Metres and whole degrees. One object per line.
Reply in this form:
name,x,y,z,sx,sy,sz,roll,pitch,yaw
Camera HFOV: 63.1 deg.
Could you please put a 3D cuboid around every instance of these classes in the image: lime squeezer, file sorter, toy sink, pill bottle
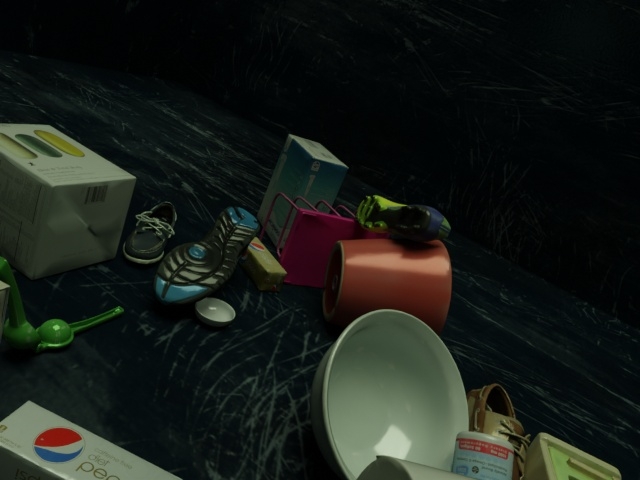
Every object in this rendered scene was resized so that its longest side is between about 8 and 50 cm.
lime squeezer,-0.418,0.118,0.803,0.059,0.109,0.310,11,-17,13
file sorter,0.000,0.000,1.432,0.291,0.202,0.182,10,20,-33
toy sink,0.415,0.433,0.879,0.153,0.131,0.234,27,19,7
pill bottle,0.233,0.373,0.767,0.087,0.087,0.160,20,63,-9

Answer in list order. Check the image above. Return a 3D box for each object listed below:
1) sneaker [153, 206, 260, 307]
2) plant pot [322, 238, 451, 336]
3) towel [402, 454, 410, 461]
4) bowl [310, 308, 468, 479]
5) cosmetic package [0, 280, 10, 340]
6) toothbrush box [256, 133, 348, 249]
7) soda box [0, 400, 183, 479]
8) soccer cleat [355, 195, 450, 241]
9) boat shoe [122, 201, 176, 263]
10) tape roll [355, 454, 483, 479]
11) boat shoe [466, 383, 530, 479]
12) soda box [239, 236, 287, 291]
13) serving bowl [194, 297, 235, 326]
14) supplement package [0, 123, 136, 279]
sneaker,-0.243,0.058,1.133,0.125,0.139,0.341,35,34,3
plant pot,0.143,0.114,1.239,0.243,0.274,0.275,9,22,-11
towel,0.189,0.402,0.876,0.113,0.023,0.152,18,22,-9
bowl,0.089,0.270,0.843,0.298,0.134,0.297,15,64,-32
cosmetic package,-0.573,0.070,0.664,0.309,0.160,0.113,26,21,9
toothbrush box,-0.064,-0.139,1.570,0.126,0.295,0.216,12,22,-31
soda box,-0.277,0.275,0.601,0.216,0.069,0.074,26,19,4
soccer cleat,0.191,-0.046,1.267,0.121,0.093,0.289,21,-2,-32
boat shoe,-0.390,-0.023,1.223,0.095,0.079,0.254,22,20,-6
tape roll,0.125,0.372,0.545,0.169,0.246,0.246,20,20,-12
boat shoe,0.307,0.361,0.931,0.123,0.116,0.324,40,19,-7
soda box,-0.157,0.056,1.314,0.061,0.058,0.181,8,24,-38
serving bowl,-0.216,0.149,1.053,0.083,0.027,0.083,21,21,-8
supplement package,-0.552,-0.089,1.033,0.263,0.198,0.199,30,21,17
